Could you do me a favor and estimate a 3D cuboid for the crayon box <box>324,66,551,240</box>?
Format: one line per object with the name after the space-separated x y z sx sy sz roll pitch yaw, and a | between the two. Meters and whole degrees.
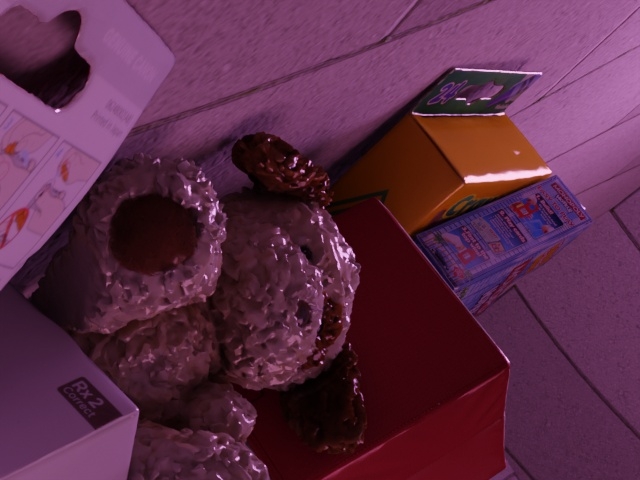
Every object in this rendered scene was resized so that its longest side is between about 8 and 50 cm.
0.071 -0.017 1.340 0.323 0.083 0.203 -44 163 26 | crayon box

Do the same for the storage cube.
0.015 0.116 1.165 0.193 0.215 0.183 -29 148 -13 | storage cube

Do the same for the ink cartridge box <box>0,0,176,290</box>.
-0.242 0.013 0.638 0.385 0.091 0.308 -51 170 0 | ink cartridge box

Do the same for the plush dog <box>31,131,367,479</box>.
-0.073 0.052 0.997 0.225 0.262 0.210 -17 -165 -32 | plush dog

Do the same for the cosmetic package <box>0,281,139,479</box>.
-0.219 0.146 0.891 0.151 0.151 0.183 -26 143 -39 | cosmetic package

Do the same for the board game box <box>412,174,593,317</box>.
0.141 0.024 1.341 0.194 0.060 0.194 -27 163 -28 | board game box
